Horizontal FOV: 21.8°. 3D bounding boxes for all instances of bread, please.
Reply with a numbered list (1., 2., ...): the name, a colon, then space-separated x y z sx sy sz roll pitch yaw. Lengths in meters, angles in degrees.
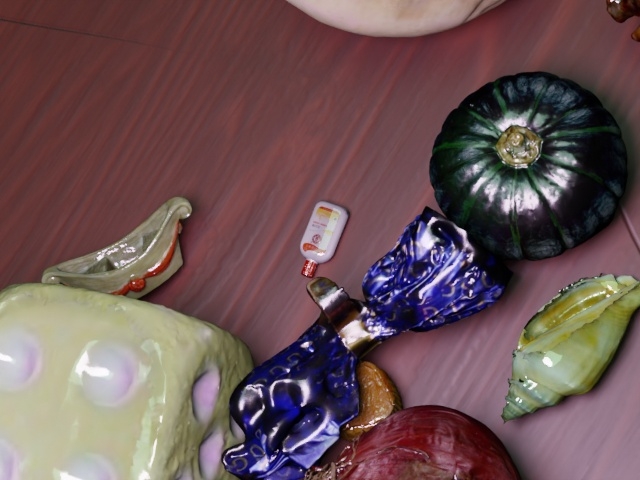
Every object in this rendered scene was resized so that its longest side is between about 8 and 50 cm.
1. bread: 0.042 0.169 1.723 0.085 0.053 0.085 -5 67 11

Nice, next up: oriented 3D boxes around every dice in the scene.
1. dice: -0.221 0.192 1.688 0.252 0.254 0.250 10 79 20

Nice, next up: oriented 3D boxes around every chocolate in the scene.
1. chocolate: 0.026 0.105 1.670 0.343 0.126 0.148 -42 104 -1

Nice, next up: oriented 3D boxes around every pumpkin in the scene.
1. pumpkin: 0.211 -0.077 1.691 0.202 0.140 0.202 -4 74 13

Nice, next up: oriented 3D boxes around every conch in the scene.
1. conch: 0.248 0.103 1.670 0.095 0.079 0.201 27 68 34

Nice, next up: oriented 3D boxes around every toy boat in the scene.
1. toy boat: -0.211 0.022 1.817 0.185 0.089 0.071 -29 114 5

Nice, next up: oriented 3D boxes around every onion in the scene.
1. onion: 0.075 0.291 1.604 0.281 0.281 0.221 -17 29 12

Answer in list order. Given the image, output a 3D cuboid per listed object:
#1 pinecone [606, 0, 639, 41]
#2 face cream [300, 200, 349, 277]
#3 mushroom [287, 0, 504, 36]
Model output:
1. pinecone: 0.392 -0.272 1.658 0.202 0.201 0.229 -44 103 -20
2. face cream: 0.000 0.000 1.796 0.040 0.021 0.083 18 83 21
3. mushroom: 0.079 -0.404 1.714 0.353 0.353 0.325 -9 55 14
